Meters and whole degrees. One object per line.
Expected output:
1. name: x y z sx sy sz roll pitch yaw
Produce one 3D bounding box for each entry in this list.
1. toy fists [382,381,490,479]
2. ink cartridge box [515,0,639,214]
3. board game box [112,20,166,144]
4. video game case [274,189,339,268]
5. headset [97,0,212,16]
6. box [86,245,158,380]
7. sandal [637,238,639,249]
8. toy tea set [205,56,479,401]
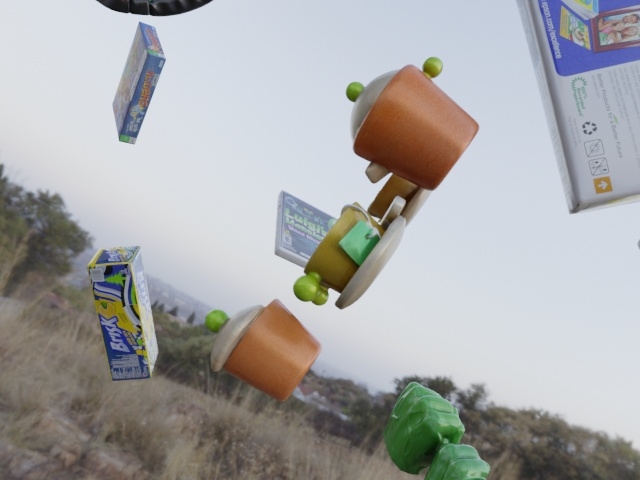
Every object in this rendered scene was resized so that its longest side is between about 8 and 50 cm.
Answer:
1. toy fists: 0.199 0.364 0.851 0.096 0.142 0.279 9 27 -18
2. ink cartridge box: 0.420 -0.208 0.592 0.307 0.304 0.072 -10 -13 9
3. board game box: -0.371 -0.316 1.027 0.035 0.201 0.136 8 41 -36
4. video game case: 0.000 0.000 0.971 0.190 0.173 0.022 26 -54 -23
5. headset: -0.257 -0.369 0.496 0.394 0.244 0.185 1 25 -26
6. box: -0.253 0.095 0.660 0.054 0.169 0.059 -3 22 -7
7. sandal: 0.309 0.078 0.437 0.049 0.180 0.072 -27 -33 27
8. toy tea set: 0.013 -0.023 0.463 0.124 0.336 0.200 36 -34 6
